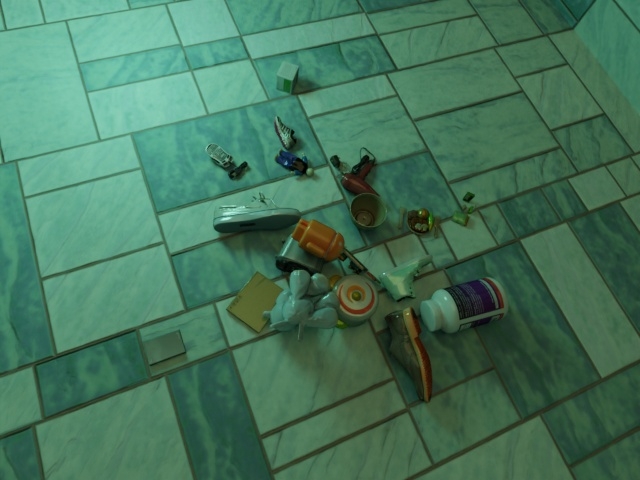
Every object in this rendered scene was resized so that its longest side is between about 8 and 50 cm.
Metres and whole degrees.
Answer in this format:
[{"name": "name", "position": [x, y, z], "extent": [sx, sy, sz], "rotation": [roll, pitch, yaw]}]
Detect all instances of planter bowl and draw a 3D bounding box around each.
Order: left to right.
[{"name": "planter bowl", "position": [0.199, -0.110, 1.963], "extent": [0.162, 0.109, 0.162], "rotation": [3, 67, -6]}]

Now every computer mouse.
[{"name": "computer mouse", "position": [-0.431, -0.365, 2.018], "extent": [0.193, 0.042, 0.106], "rotation": [38, 72, 2]}]

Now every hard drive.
[{"name": "hard drive", "position": [-0.583, 0.399, 1.683], "extent": [0.135, 0.022, 0.094], "rotation": [-18, 71, -15]}]

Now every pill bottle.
[{"name": "pill bottle", "position": [0.578, 0.267, 1.820], "extent": [0.322, 0.181, 0.182], "rotation": [-12, 70, -13]}]

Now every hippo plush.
[{"name": "hippo plush", "position": [-0.075, 0.278, 1.697], "extent": [0.234, 0.236, 0.294], "rotation": [30, 55, -12]}]

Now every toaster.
[{"name": "toaster", "position": [-0.065, 0.070, 1.841], "extent": [0.227, 0.129, 0.146], "rotation": [21, 64, -1]}]

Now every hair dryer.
[{"name": "hair dryer", "position": [0.190, -0.303, 2.060], "extent": [0.223, 0.080, 0.294], "rotation": [-16, 71, -15]}]

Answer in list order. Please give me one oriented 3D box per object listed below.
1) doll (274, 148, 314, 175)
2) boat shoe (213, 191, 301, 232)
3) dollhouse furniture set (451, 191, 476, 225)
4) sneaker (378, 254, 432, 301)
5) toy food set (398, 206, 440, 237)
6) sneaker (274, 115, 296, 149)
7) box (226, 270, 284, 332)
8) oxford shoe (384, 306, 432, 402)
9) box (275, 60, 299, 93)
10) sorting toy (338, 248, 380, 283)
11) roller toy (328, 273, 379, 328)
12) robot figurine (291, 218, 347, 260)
[{"name": "doll", "position": [-0.111, -0.354, 2.056], "extent": [0.189, 0.046, 0.129], "rotation": [31, 68, 6]}, {"name": "boat shoe", "position": [-0.270, -0.130, 1.903], "extent": [0.367, 0.136, 0.156], "rotation": [-7, 65, -1]}, {"name": "dollhouse furniture set", "position": [0.670, -0.146, 2.074], "extent": [0.076, 0.058, 0.152], "rotation": [25, 66, 3]}, {"name": "sneaker", "position": [0.386, 0.164, 1.887], "extent": [0.256, 0.094, 0.151], "rotation": [-24, 75, -15]}, {"name": "toy food set", "position": [0.450, -0.089, 2.029], "extent": [0.192, 0.038, 0.132], "rotation": [13, 66, -3]}, {"name": "sneaker", "position": [-0.163, -0.510, 2.106], "extent": [0.074, 0.063, 0.170], "rotation": [-21, 77, -16]}, {"name": "box", "position": [-0.251, 0.244, 1.797], "extent": [0.164, 0.021, 0.201], "rotation": [35, 66, 6]}, {"name": "oxford shoe", "position": [0.348, 0.453, 1.764], "extent": [0.132, 0.130, 0.364], "rotation": [-17, 75, 20]}, {"name": "box", "position": [-0.163, -0.800, 2.205], "extent": [0.087, 0.101, 0.102], "rotation": [20, 66, 1]}, {"name": "sorting toy", "position": [0.135, 0.095, 1.864], "extent": [0.274, 0.132, 0.046], "rotation": [44, 95, 14]}, {"name": "roller toy", "position": [0.130, 0.235, 1.787], "extent": [0.191, 0.146, 0.209], "rotation": [-5, 68, -11]}, {"name": "robot figurine", "position": [0.001, -0.001, 1.752], "extent": [0.219, 0.158, 0.128], "rotation": [28, 82, -3]}]
